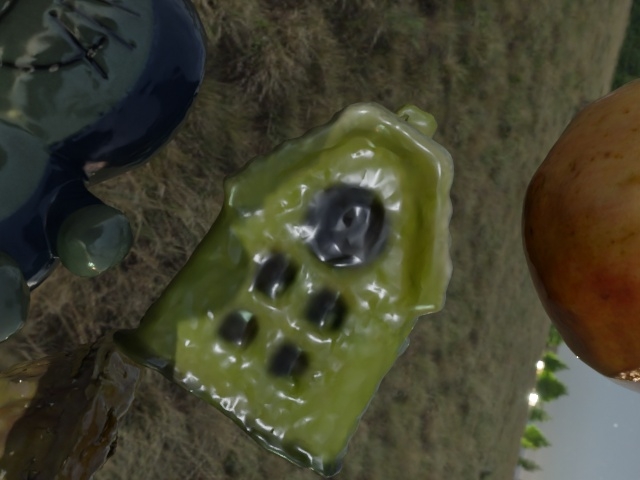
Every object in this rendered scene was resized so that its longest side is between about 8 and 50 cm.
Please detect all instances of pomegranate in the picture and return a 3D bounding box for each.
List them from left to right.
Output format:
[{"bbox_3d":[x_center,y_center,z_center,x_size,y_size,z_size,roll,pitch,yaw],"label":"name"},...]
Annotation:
[{"bbox_3d":[0.212,-0.003,0.384,0.191,0.191,0.191,14,90,-71],"label":"pomegranate"}]

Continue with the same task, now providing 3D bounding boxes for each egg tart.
[{"bbox_3d":[-0.292,0.233,0.659,0.352,0.150,0.352,-58,-163,29],"label":"egg tart"}]

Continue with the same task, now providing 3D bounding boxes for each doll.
[{"bbox_3d":[-0.180,-0.076,0.408,0.258,0.228,0.154,-61,167,-11],"label":"doll"}]

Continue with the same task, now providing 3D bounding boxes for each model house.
[{"bbox_3d":[0.000,0.000,0.486,0.234,0.175,0.193,-62,177,9],"label":"model house"}]
